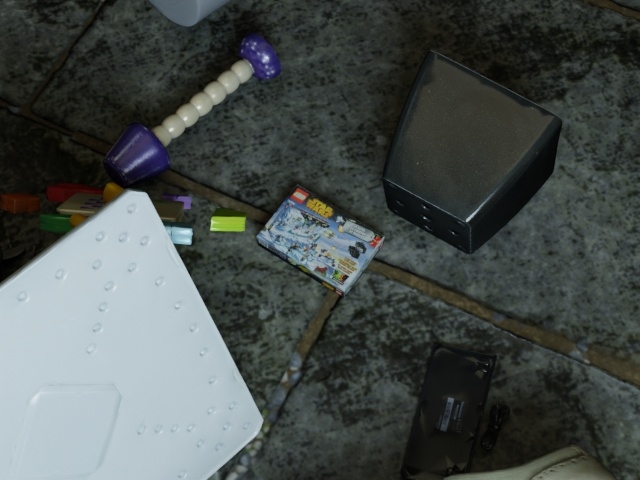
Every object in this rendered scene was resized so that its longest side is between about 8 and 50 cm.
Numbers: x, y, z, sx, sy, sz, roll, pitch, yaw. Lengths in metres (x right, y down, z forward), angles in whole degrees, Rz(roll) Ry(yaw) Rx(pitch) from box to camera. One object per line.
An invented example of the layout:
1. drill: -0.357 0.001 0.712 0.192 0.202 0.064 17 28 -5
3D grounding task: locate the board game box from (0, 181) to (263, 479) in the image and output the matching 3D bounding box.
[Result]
1. board game box: -0.275 0.190 1.290 0.390 0.390 0.050 -39 43 -19

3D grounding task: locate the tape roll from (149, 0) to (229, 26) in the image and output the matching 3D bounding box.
1. tape roll: -0.208 -0.404 1.689 0.072 0.219 0.219 -37 68 -18

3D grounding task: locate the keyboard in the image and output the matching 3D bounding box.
1. keyboard: 0.167 0.214 1.470 0.108 0.023 0.180 11 63 13

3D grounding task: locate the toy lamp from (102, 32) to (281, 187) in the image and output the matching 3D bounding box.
1. toy lamp: -0.171 -0.169 1.645 0.274 0.080 0.080 -40 69 -21

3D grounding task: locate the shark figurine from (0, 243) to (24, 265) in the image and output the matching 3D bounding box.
1. shark figurine: -0.436 -0.015 1.566 0.116 0.166 0.278 -5 40 -31

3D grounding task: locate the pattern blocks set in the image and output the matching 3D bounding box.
1. pattern blocks set: -0.229 -0.031 1.459 0.285 0.325 0.026 6 98 4

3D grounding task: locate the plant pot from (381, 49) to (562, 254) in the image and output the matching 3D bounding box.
1. plant pot: 0.177 -0.094 1.556 0.188 0.187 0.167 29 78 14

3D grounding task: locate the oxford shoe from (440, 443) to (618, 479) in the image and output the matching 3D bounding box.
1. oxford shoe: 0.112 0.316 1.183 0.396 0.141 0.146 -18 36 -7

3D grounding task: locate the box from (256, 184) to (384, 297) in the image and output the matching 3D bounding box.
1. box: 0.000 0.000 1.580 0.137 0.027 0.094 32 67 15
